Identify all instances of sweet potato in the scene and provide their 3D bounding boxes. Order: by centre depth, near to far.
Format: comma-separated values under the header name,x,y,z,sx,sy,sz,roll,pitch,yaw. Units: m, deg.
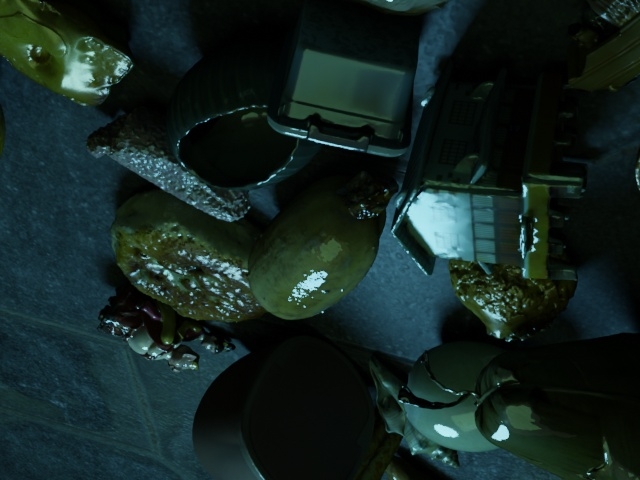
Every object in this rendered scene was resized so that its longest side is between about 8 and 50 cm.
name,x,y,z,sx,sy,sz,roll,pitch,yaw
sweet potato,0.247,0.555,2.039,0.341,0.092,0.114,33,117,-14

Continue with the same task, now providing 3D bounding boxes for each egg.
name,x,y,z,sx,sy,sz,roll,pitch,yaw
egg,0.255,0.256,1.584,0.217,0.183,0.183,11,142,29

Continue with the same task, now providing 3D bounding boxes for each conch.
name,x,y,z,sx,sy,sz,roll,pitch,yaw
conch,0.176,0.315,1.774,0.234,0.114,0.137,49,138,24

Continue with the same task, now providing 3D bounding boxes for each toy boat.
name,x,y,z,sx,sy,sz,roll,pitch,yaw
toy boat,0.343,-0.267,0.972,0.115,0.089,0.310,25,144,-18

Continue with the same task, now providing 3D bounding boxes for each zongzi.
name,x,y,z,sx,sy,sz,roll,pitch,yaw
zongzi,0.361,0.305,1.321,0.447,0.418,0.181,-3,153,-20

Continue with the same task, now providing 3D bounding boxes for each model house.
name,x,y,z,sx,sy,sz,roll,pitch,yaw
model house,0.210,-0.084,1.166,0.215,0.224,0.198,6,143,14

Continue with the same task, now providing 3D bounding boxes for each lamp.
name,x,y,z,sx,sy,sz,roll,pitch,yaw
lamp,-0.292,0.180,1.830,0.253,0.118,0.118,32,142,-11

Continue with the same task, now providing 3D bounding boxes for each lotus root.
name,x,y,z,sx,sy,sz,roll,pitch,yaw
lotus root,0.000,0.000,1.408,0.151,0.169,0.342,24,145,-14

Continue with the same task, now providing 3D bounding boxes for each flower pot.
name,x,y,z,sx,sy,sz,roll,pitch,yaw
flower pot,-0.093,-0.164,1.268,0.243,0.157,0.189,-16,127,41

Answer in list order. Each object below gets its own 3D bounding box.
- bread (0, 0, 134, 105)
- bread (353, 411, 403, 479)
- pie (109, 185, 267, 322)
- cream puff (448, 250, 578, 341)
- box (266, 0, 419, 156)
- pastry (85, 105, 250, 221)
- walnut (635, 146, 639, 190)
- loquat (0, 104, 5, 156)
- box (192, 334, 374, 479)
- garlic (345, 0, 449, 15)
name,x,y,z,sx,sy,sz,roll,pitch,yaw
bread,-0.369,-0.284,1.323,0.233,0.088,0.161,36,146,-22
bread,0.085,0.421,1.856,0.083,0.211,0.114,38,143,0
pie,-0.213,0.040,1.639,0.315,0.092,0.315,14,144,10
cream puff,0.269,0.062,1.387,0.189,0.129,0.189,17,142,13
box,0.034,-0.202,1.102,0.162,0.227,0.130,12,131,-3
pastry,-0.217,-0.125,1.429,0.265,0.103,0.112,20,136,0
walnut,0.472,-0.102,1.113,0.211,0.087,0.167,-10,125,33
loquat,-0.617,-0.194,1.398,0.328,0.359,0.328,16,-174,-2
box,-0.078,0.331,1.776,0.301,0.301,0.216,42,147,-24
garlic,0.056,-0.343,0.989,0.219,0.218,0.212,14,104,11
